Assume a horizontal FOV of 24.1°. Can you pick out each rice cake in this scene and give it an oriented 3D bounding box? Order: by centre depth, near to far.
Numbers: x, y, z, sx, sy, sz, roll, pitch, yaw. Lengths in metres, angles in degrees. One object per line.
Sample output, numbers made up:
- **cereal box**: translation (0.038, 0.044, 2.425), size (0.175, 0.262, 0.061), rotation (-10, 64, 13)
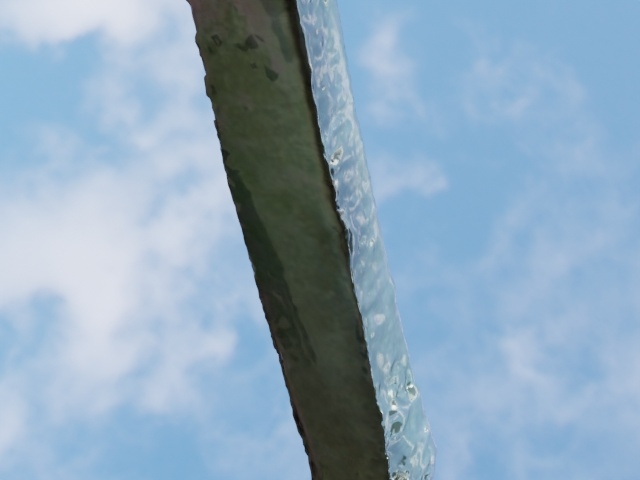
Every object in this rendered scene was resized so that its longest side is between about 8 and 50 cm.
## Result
- **rice cake**: translation (0.000, 0.000, 0.476), size (0.043, 0.211, 0.034), rotation (3, -150, 29)
